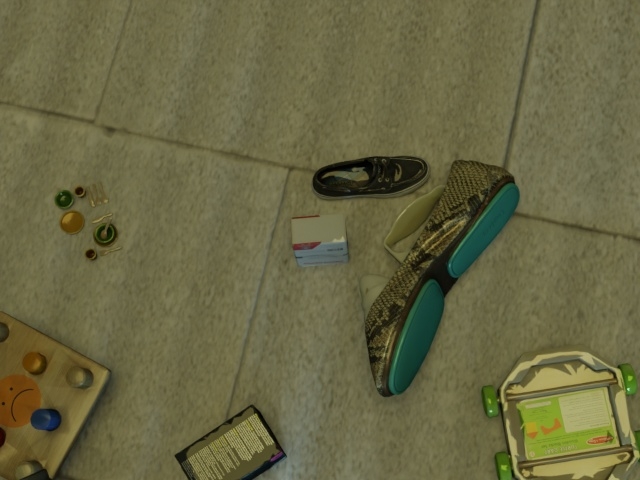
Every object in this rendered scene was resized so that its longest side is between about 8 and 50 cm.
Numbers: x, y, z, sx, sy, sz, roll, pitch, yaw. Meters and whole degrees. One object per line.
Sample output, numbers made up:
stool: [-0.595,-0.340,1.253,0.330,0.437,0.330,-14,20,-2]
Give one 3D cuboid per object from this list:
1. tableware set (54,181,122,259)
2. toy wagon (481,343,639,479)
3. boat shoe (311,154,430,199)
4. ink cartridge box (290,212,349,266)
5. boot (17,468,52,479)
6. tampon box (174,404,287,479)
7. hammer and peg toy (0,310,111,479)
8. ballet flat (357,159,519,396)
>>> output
tableware set: [-0.449,-0.036,1.997,0.104,0.024,0.154,-20,76,-2]
toy wagon: [0.436,0.361,1.828,0.267,0.068,0.344,-9,76,1]
boat shoe: [0.095,-0.126,1.964,0.228,0.076,0.080,-4,76,2]
ink cartridge box: [0.000,0.000,1.907,0.099,0.135,0.056,-5,72,1]
boot: [-0.463,0.625,1.653,0.367,0.146,0.445,-34,79,32]
tampon box: [-0.154,0.377,1.825,0.161,0.120,0.101,-32,76,-5]
hammer and peg toy: [-0.558,0.338,1.855,0.266,0.127,0.361,26,82,9]
ballet flat: [0.180,0.053,1.892,0.182,0.164,0.483,23,71,30]
